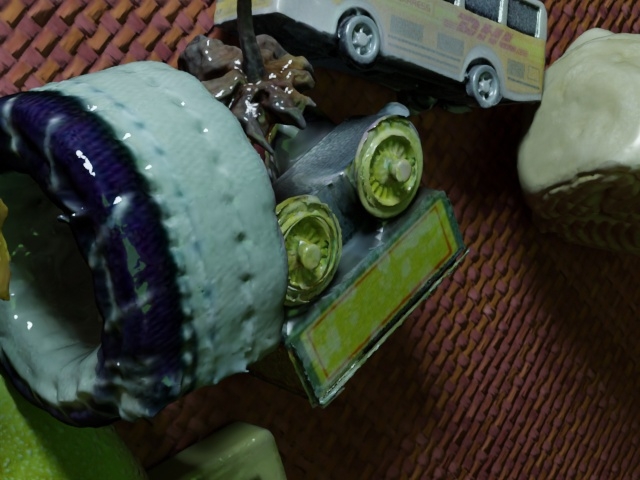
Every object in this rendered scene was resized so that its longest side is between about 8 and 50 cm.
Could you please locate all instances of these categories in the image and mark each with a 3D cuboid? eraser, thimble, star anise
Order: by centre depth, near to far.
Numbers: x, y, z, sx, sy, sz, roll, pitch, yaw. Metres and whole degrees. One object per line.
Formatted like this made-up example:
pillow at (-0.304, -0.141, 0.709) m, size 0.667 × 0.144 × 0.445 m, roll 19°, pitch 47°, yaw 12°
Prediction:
thimble at (-0.132, 0.007, 0.688) m, size 0.150 × 0.237 × 0.237 m, roll -24°, pitch 109°, yaw -39°
star anise at (-0.063, -0.142, 0.701) m, size 0.148 × 0.218 × 0.227 m, roll -41°, pitch 144°, yaw -23°
eraser at (-0.103, 0.236, 0.849) m, size 0.172 × 0.058 × 0.117 m, roll -24°, pitch 109°, yaw -36°

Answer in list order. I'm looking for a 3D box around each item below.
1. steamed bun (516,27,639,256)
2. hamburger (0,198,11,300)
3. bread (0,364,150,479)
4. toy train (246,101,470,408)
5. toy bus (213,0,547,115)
steamed bun at (0.340, -0.104, 1.069) m, size 0.289 × 0.276 × 0.203 m, roll 14°, pitch 74°, yaw -28°
hamburger at (-0.307, -0.001, 0.590) m, size 0.237 × 0.149 × 0.237 m, roll -15°, pitch 114°, yaw -37°
bread at (-0.210, 0.203, 0.673) m, size 0.301 × 0.045 × 0.301 m, roll 29°, pitch 43°, yaw -31°
toy train at (0.000, 0.000, 0.870) m, size 0.261 × 0.134 × 0.177 m, roll -43°, pitch 128°, yaw -28°
toy bus at (0.070, -0.194, 0.929) m, size 0.342 × 0.097 × 0.138 m, roll 12°, pitch 85°, yaw -41°
